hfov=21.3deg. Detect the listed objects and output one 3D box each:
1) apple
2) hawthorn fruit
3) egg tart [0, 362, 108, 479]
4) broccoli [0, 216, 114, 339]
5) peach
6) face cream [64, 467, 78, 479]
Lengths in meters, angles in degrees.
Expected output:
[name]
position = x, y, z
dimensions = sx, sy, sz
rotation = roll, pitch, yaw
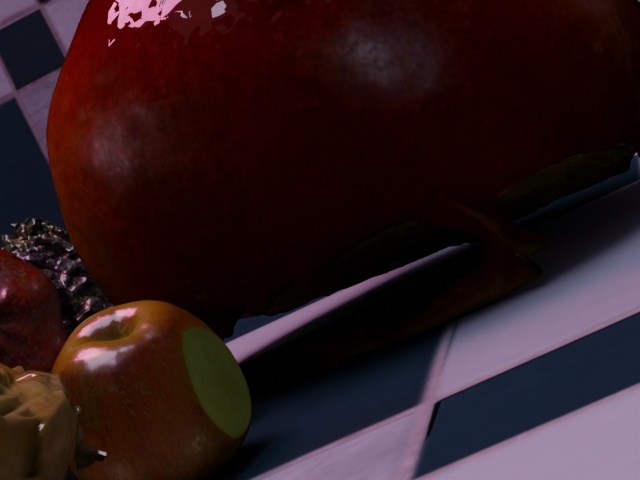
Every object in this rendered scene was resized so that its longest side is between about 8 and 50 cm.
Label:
[apple]
position = -0.096, 0.086, 0.902
dimensions = 0.099, 0.102, 0.114
rotation = -22, 8, 25
[hawthorn fruit]
position = -0.335, 0.094, 1.681
dimensions = 0.181, 0.181, 0.235
rotation = -27, -7, -5
[egg tart]
position = -0.253, 0.162, 0.674
dimensions = 0.352, 0.153, 0.339
rotation = -29, 6, -23
[broccoli]
position = -0.371, 0.097, 1.991
dimensions = 0.304, 0.165, 0.145
rotation = -36, 7, 31
[peach]
position = 0.003, -0.096, 1.112
dimensions = 0.406, 0.310, 0.335
rotation = -23, 4, 34
[face cream]
position = -0.180, 0.136, 0.968
dimensions = 0.284, 0.073, 0.073
rotation = -29, 6, -25
